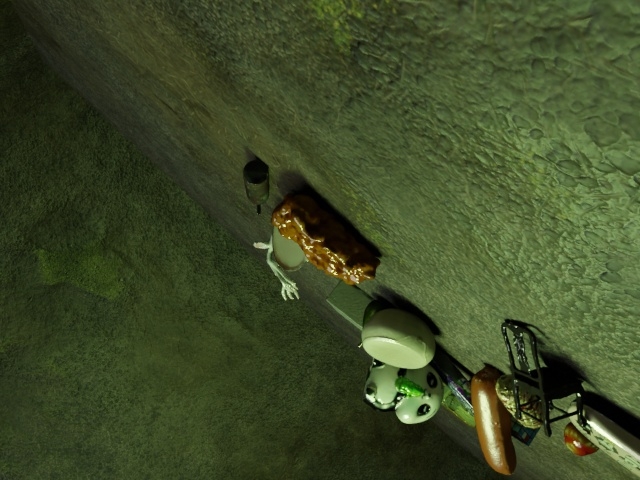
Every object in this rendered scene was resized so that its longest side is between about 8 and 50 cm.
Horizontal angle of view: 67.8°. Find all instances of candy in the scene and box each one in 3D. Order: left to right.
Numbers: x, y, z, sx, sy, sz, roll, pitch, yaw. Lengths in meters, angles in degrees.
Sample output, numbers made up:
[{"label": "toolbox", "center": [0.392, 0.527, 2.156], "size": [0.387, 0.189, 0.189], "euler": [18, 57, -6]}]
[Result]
[{"label": "candy", "center": [0.476, 0.498, 1.605], "size": [0.312, 0.061, 0.088], "euler": [49, 170, 18]}]

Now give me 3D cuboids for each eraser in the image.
[{"label": "eraser", "center": [0.190, 0.287, 1.738], "size": [0.352, 0.111, 0.077], "euler": [37, 169, 17]}]

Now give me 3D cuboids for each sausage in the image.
[{"label": "sausage", "center": [0.505, 0.534, 1.396], "size": [0.097, 0.093, 0.349], "euler": [15, 119, 64]}]

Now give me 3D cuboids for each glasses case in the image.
[{"label": "glasses case", "center": [0.656, 0.433, 0.959], "size": [0.314, 0.075, 0.122], "euler": [34, 164, 32]}]

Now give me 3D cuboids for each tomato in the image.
[{"label": "tomato", "center": [0.651, 0.495, 1.189], "size": [0.087, 0.075, 0.087], "euler": [41, 166, 13]}]

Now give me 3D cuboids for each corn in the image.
[{"label": "corn", "center": [0.549, 0.444, 1.290], "size": [0.086, 0.086, 0.253], "euler": [24, 160, 51]}]

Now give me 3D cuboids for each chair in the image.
[{"label": "chair", "center": [0.464, 0.274, 0.998], "size": [0.106, 0.113, 0.229], "euler": [-172, 73, -72]}]

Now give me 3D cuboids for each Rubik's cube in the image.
[{"label": "Rubik's cube", "center": [0.606, 0.549, 1.457], "size": [0.092, 0.092, 0.092], "euler": [48, 165, -31]}]

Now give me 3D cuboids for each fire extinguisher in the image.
[{"label": "fire extinguisher", "center": [-0.190, -0.151, 1.431], "size": [0.072, 0.089, 0.268], "euler": [-3, 168, -6]}]

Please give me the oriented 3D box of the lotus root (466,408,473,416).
[{"label": "lotus root", "center": [0.602, 0.637, 1.802], "size": [0.183, 0.078, 0.203], "euler": [43, 169, -5]}]

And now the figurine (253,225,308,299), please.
[{"label": "figurine", "center": [-0.102, 0.054, 1.636], "size": [0.284, 0.206, 0.315], "euler": [53, 170, -6]}]

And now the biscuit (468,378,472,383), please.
[{"label": "biscuit", "center": [0.569, 0.543, 1.641], "size": [0.170, 0.050, 0.170], "euler": [46, 161, 21]}]

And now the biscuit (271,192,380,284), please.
[{"label": "biscuit", "center": [0.000, 0.000, 1.338], "size": [0.312, 0.110, 0.318], "euler": [41, 167, -8]}]

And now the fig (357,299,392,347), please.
[{"label": "fig", "center": [0.186, 0.293, 1.634], "size": [0.117, 0.178, 0.117], "euler": [23, 167, 6]}]

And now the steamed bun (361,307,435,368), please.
[{"label": "steamed bun", "center": [0.249, 0.297, 1.501], "size": [0.231, 0.145, 0.232], "euler": [16, 148, 10]}]

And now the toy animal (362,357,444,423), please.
[{"label": "toy animal", "center": [0.277, 0.495, 1.599], "size": [0.266, 0.213, 0.212], "euler": [13, 160, 14]}]

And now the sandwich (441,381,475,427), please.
[{"label": "sandwich", "center": [0.563, 0.678, 2.018], "size": [0.244, 0.090, 0.088], "euler": [30, 168, 48]}]
